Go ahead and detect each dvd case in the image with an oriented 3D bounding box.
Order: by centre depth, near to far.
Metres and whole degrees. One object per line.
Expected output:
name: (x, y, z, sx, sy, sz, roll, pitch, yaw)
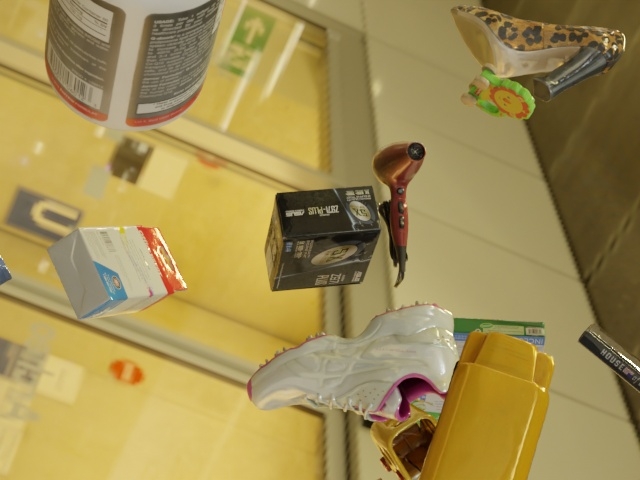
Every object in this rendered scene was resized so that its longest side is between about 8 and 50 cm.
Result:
dvd case: (0.474, 0.195, 1.874, 0.029, 0.179, 0.239, -52, 167, 9)

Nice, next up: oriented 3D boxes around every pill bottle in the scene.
pill bottle: (-0.214, -0.310, 1.466, 0.363, 0.210, 0.210, 117, -11, -57)

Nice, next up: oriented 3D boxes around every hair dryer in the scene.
hair dryer: (0.154, -0.077, 2.287, 0.293, 0.080, 0.223, 96, -23, -44)

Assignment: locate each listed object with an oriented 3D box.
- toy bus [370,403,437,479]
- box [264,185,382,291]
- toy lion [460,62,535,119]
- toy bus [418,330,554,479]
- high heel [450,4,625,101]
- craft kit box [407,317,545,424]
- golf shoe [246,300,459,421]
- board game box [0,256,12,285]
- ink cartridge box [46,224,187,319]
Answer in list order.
toy bus: (0.133, 0.308, 1.952, 0.202, 0.104, 0.191, -26, -171, 35)
box: (0.000, 0.000, 1.841, 0.180, 0.147, 0.077, 107, -25, -60)
toy lion: (0.257, -0.203, 1.755, 0.034, 0.096, 0.100, -55, 179, -20)
toy bus: (0.158, 0.247, 1.288, 0.130, 0.108, 0.332, 90, 20, -63)
high heel: (0.346, -0.330, 1.964, 0.186, 0.261, 0.093, -30, 144, -21)
craft kit box: (0.289, 0.257, 2.316, 0.061, 0.250, 0.246, -79, 170, -58)
golf shoe: (0.043, 0.189, 1.657, 0.306, 0.115, 0.140, -22, -116, 17)
board game box: (-0.585, 0.098, 1.763, 0.165, 0.042, 0.243, -9, -161, 39)
ink cartridge box: (-0.332, 0.050, 2.047, 0.078, 0.134, 0.231, -31, 168, 23)
